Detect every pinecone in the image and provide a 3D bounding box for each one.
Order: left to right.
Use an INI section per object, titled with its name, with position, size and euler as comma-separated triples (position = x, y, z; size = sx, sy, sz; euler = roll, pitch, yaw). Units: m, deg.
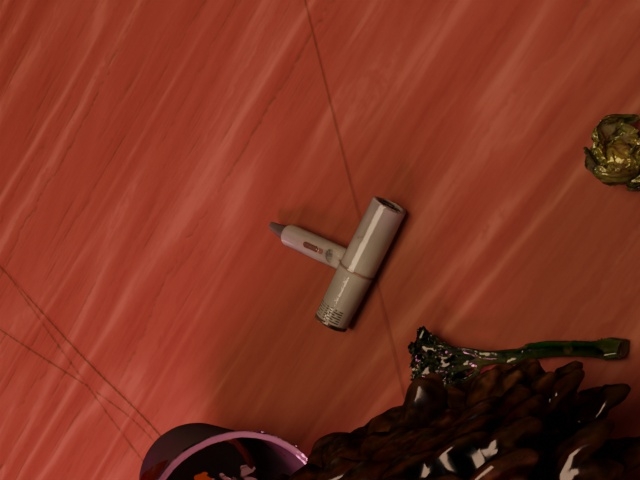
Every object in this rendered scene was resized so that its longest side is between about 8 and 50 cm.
[pinecone]
position = 0.127, 0.295, 1.324
size = 0.397, 0.397, 0.398
euler = -7, 80, 41

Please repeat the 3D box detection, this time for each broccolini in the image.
[broccolini]
position = 0.186, 0.118, 1.503
size = 0.254, 0.057, 0.071
euler = -10, 120, 44

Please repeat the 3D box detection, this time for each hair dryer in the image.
[hair dryer]
position = 0.003, -0.008, 1.695
size = 0.183, 0.044, 0.155
euler = 40, 109, 41

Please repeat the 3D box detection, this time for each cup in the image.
[cup]
position = -0.111, 0.282, 1.601
size = 0.288, 0.203, 0.203
euler = -171, 90, -77

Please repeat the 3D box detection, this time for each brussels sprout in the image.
[brussels sprout]
position = 0.297, -0.079, 1.430
size = 0.085, 0.058, 0.085
euler = -14, 49, 16
